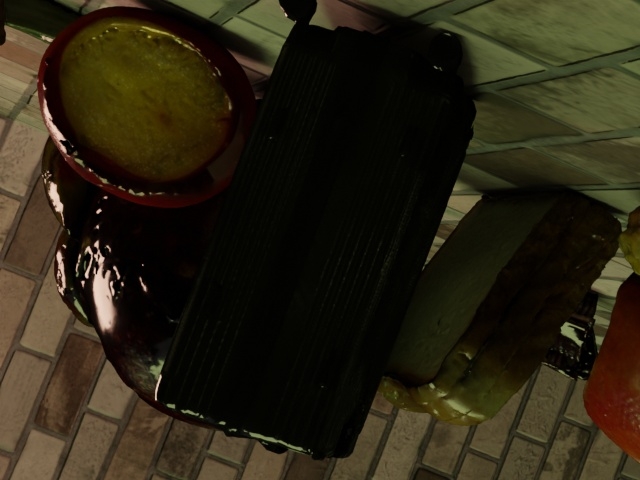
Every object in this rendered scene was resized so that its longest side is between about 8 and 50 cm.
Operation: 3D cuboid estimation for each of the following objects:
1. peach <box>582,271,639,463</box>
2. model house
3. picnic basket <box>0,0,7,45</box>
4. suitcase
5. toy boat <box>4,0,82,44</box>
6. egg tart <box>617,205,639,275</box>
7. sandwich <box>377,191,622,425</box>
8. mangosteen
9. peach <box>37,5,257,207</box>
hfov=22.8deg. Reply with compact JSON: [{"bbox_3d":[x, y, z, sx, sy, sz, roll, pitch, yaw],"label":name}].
[{"bbox_3d":[0.460,0.169,1.754,0.380,0.242,0.306,22,180,-8],"label":"peach"},{"bbox_3d":[0.339,0.123,2.454,0.203,0.141,0.164,23,-173,22],"label":"model house"},{"bbox_3d":[-0.394,-0.255,1.628,0.193,0.110,0.055,19,-152,38],"label":"picnic basket"},{"bbox_3d":[0.000,0.000,1.249,0.152,0.335,0.229,20,175,11],"label":"suitcase"},{"bbox_3d":[-0.275,-0.219,1.764,0.293,0.055,0.093,25,176,-41],"label":"toy boat"},{"bbox_3d":[0.398,0.058,1.433,0.294,0.123,0.294,23,177,1],"label":"egg tart"},{"bbox_3d":[0.176,0.073,1.716,0.099,0.271,0.301,34,172,-11],"label":"sandwich"},{"bbox_3d":[-0.109,0.005,1.784,0.421,0.381,0.381,45,-172,30],"label":"mangosteen"},{"bbox_3d":[-0.167,-0.128,1.518,0.190,0.196,0.226,-19,155,22],"label":"peach"}]
